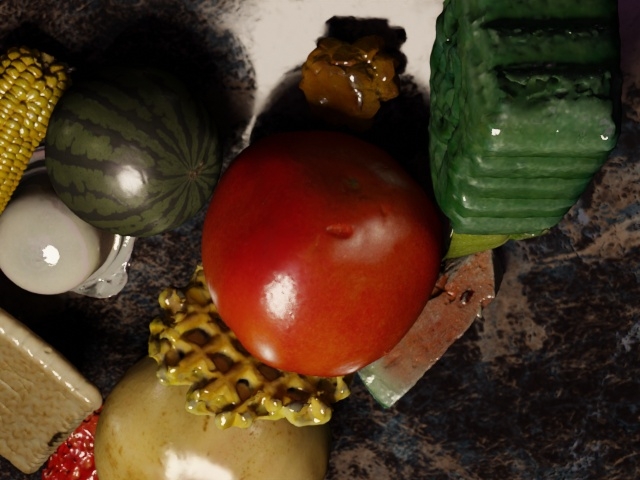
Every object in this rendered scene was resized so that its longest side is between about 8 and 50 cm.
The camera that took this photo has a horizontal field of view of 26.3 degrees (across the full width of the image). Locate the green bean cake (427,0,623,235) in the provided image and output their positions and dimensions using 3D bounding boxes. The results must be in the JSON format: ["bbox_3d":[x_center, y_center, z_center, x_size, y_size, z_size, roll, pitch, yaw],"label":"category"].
[{"bbox_3d":[0.206,-0.186,1.489,0.169,0.300,0.308,1,158,-5],"label":"green bean cake"}]

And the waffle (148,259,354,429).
[{"bbox_3d":[-0.075,0.106,1.656,0.262,0.280,0.060,11,141,-16],"label":"waffle"}]

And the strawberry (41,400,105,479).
[{"bbox_3d":[-0.318,0.345,1.914,0.190,0.111,0.236,0,115,12],"label":"strawberry"}]

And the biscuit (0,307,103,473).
[{"bbox_3d":[-0.415,0.196,1.823,0.217,0.044,0.325,40,143,-3],"label":"biscuit"}]

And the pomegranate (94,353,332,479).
[{"bbox_3d":[-0.136,0.271,1.727,0.319,0.319,0.319,4,117,8],"label":"pomegranate"}]

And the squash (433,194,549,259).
[{"bbox_3d":[0.206,-0.026,1.662,0.132,0.105,0.105,2,118,-10],"label":"squash"}]

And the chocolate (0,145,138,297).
[{"bbox_3d":[-0.337,0.002,1.729,0.221,0.147,0.221,3,119,5],"label":"chocolate"}]

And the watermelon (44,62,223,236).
[{"bbox_3d":[-0.222,-0.107,1.618,0.212,0.212,0.212,4,117,8],"label":"watermelon"}]

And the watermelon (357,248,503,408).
[{"bbox_3d":[0.138,0.097,1.712,0.241,0.154,0.094,-42,103,10],"label":"watermelon"}]

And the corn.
[{"bbox_3d":[-0.404,-0.092,1.653,0.102,0.102,0.313,28,85,-5],"label":"corn"}]

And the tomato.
[{"bbox_3d":[0.000,0.000,1.579,0.298,0.298,0.226,23,145,-2],"label":"tomato"}]

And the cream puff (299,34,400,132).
[{"bbox_3d":[0.036,-0.189,1.602,0.116,0.094,0.122,47,137,-10],"label":"cream puff"}]
